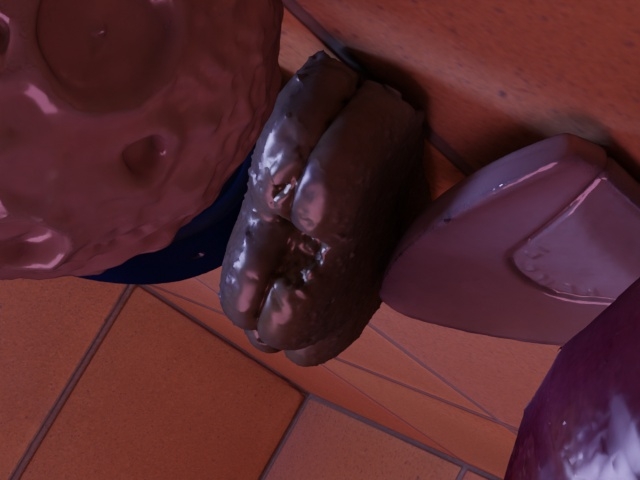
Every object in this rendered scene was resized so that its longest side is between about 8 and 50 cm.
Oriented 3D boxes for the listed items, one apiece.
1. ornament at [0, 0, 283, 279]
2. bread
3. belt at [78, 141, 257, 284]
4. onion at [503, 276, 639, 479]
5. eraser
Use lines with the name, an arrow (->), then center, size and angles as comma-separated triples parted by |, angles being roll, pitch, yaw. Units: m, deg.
ornament -> -0.141, -0.105, 0.545 | 0.259, 0.259, 0.225 | 38, 170, -33
bread -> 0.006, 0.000, 0.848 | 0.102, 0.183, 0.337 | 24, 170, 12
belt -> -0.203, -0.091, 0.884 | 0.347, 0.212, 0.117 | 24, 170, 9
onion -> 0.252, 0.134, 0.529 | 0.358, 0.358, 0.345 | 37, -151, -33
eraser -> 0.134, 0.010, 0.766 | 0.204, 0.059, 0.243 | 36, 150, -30
